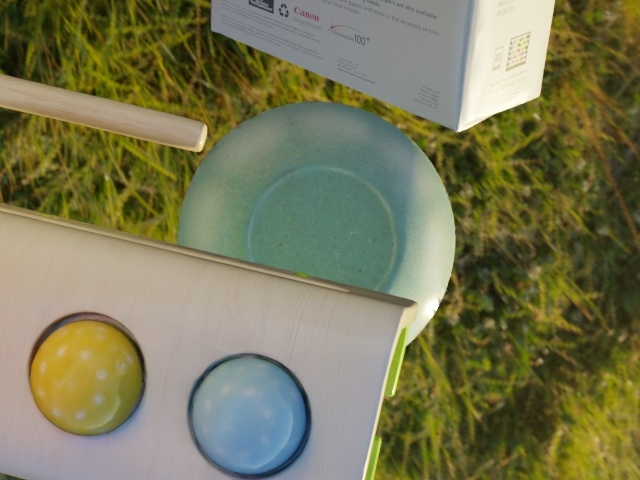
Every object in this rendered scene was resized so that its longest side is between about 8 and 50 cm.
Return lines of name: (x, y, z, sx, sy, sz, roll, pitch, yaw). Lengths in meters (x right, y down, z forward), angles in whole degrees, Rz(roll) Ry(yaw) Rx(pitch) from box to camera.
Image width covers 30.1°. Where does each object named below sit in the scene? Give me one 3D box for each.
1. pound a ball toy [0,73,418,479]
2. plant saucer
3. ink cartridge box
pound a ball toy: (-0.114, 0.018, 0.595, 0.319, 0.136, 0.208, 13, 94, 10)
plant saucer: (0.000, 0.000, 0.812, 0.195, 0.037, 0.195, 0, 90, -6)
ink cartridge box: (0.053, -0.281, 1.047, 0.130, 0.309, 0.271, -26, 132, -40)
